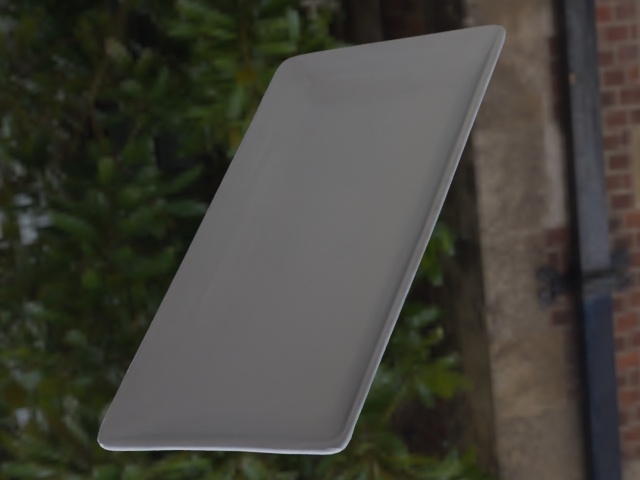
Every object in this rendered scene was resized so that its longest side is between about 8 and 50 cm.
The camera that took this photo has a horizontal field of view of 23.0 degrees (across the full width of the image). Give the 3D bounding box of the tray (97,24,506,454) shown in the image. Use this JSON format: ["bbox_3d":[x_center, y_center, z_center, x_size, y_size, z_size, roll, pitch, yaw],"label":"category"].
[{"bbox_3d":[0.000,0.000,0.789,0.145,0.030,0.270,-3,-133,33],"label":"tray"}]
